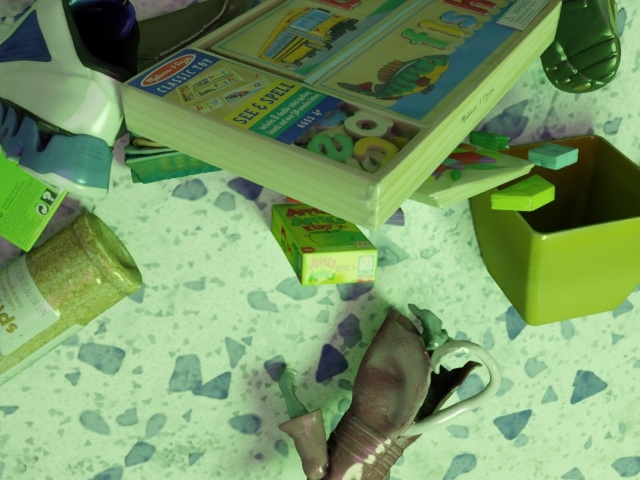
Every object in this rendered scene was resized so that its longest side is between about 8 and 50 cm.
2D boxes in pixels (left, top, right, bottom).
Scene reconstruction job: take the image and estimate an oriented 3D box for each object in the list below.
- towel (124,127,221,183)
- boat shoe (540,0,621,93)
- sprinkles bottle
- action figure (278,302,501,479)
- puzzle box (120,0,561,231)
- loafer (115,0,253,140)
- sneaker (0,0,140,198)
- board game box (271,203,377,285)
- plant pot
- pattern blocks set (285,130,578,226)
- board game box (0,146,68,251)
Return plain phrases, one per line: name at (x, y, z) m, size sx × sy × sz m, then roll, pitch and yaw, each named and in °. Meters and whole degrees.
towel at (-0.038, -0.123, 0.904) m, size 0.370 × 0.271 × 0.040 m, roll -11°, pitch 91°, yaw -12°
boat shoe at (0.311, -0.350, 0.989) m, size 0.123 × 0.120 × 0.324 m, roll 0°, pitch 126°, yaw 25°
sprinkles bottle at (-0.396, 0.110, 0.968) m, size 0.355 × 0.121 × 0.121 m, roll -35°, pitch 116°, yaw -1°
action figure at (0.082, 0.283, 1.102) m, size 0.248 × 0.276 × 0.370 m, roll 39°, pitch 83°, yaw -31°
puzzle box at (0.041, -0.181, 0.789) m, size 0.409 × 0.272 × 0.052 m, roll -46°, pitch 148°, yaw -40°
loafer at (-0.185, -0.219, 0.910) m, size 0.251 × 0.094 × 0.087 m, roll -40°, pitch 120°, yaw 2°
sneaker at (-0.277, -0.188, 0.797) m, size 0.182 × 0.315 × 0.127 m, roll -59°, pitch 148°, yaw 6°
board game box at (0.000, 0.000, 1.000) m, size 0.092 × 0.181 × 0.043 m, roll -4°, pitch 112°, yaw -14°
plant pot at (0.332, -0.006, 1.091) m, size 0.212 × 0.212 × 0.187 m, roll -10°, pitch 127°, yaw -12°
pattern blocks set at (0.150, -0.085, 0.960) m, size 0.325 × 0.285 × 0.026 m, roll -26°, pitch 122°, yaw -43°
board game box at (-0.414, -0.109, 0.898) m, size 0.259 × 0.039 × 0.124 m, roll 34°, pitch 99°, yaw -13°
